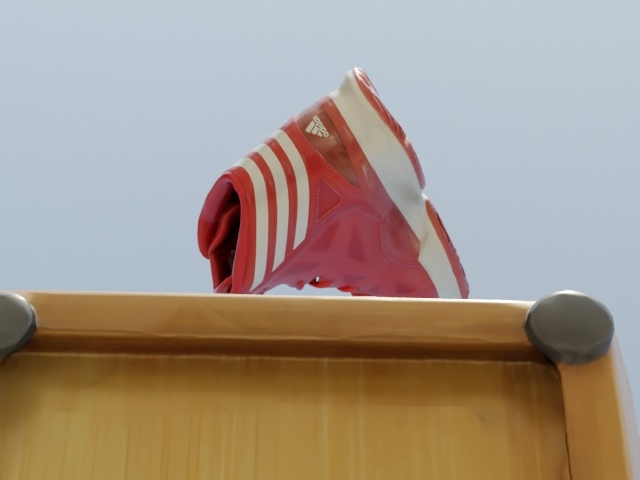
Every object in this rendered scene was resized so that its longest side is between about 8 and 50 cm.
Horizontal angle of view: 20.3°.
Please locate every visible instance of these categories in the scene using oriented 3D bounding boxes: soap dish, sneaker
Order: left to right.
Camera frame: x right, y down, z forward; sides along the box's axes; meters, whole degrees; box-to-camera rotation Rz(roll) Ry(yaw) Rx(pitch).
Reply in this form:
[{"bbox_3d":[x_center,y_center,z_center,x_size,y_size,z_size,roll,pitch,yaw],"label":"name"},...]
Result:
[{"bbox_3d":[-0.013,0.136,0.450,0.228,0.118,0.291,2,-134,-2],"label":"soap dish"},{"bbox_3d":[0.000,0.000,0.989,0.128,0.221,0.087,-29,-127,-1],"label":"sneaker"}]
